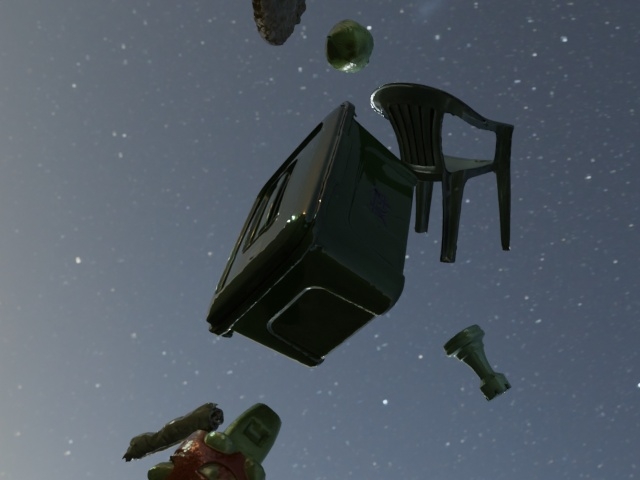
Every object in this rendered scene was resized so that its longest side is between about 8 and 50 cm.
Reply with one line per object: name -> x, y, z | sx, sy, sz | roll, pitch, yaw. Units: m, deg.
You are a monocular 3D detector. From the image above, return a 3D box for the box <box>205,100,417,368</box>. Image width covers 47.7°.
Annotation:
box -> 0.000, 0.000, 0.988 | 0.178, 0.328, 0.253 | 37, -51, -15

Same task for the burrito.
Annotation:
burrito -> -0.211, 0.273, 1.019 | 0.186, 0.045, 0.041 | -27, -94, 24

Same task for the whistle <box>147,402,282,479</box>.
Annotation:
whistle -> -0.127, 0.281, 0.792 | 0.131, 0.288, 0.106 | 41, -47, 4

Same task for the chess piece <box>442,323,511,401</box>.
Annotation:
chess piece -> 0.231, 0.181, 1.054 | 0.103, 0.067, 0.067 | 58, -37, 21

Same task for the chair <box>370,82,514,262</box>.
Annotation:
chair -> 0.187, -0.115, 1.159 | 0.203, 0.191, 0.274 | 11, -73, 43

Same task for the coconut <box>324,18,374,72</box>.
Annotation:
coconut -> 0.047, -0.340, 1.263 | 0.088, 0.096, 0.087 | -8, -101, 45

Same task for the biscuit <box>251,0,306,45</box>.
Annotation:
biscuit -> -0.031, -0.302, 0.722 | 0.033, 0.220, 0.219 | 13, -59, 7
